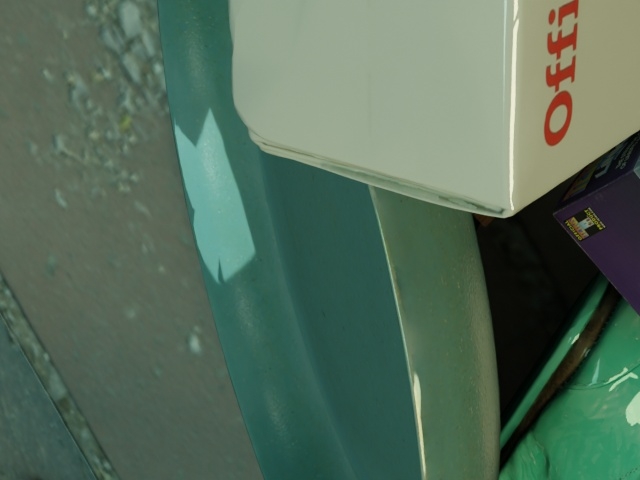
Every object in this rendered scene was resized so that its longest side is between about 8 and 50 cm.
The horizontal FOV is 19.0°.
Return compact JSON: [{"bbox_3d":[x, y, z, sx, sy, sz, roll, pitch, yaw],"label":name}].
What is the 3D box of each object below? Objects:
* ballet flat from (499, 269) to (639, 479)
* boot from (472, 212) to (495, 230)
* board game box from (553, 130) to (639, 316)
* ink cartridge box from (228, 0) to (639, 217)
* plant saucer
[{"bbox_3d":[0.087,0.108,0.769,0.087,0.083,0.247,37,137,2],"label":"ballet flat"},{"bbox_3d":[0.021,-0.041,0.769,0.114,0.037,0.106,50,123,4],"label":"boot"},{"bbox_3d":[0.182,0.016,0.622,0.170,0.048,0.141,48,137,-8],"label":"board game box"},{"bbox_3d":[0.077,-0.122,0.538,0.092,0.219,0.160,19,125,34],"label":"ink cartridge box"},{"bbox_3d":[0.000,0.000,0.712,0.317,0.043,0.318,167,90,-77],"label":"plant saucer"}]
